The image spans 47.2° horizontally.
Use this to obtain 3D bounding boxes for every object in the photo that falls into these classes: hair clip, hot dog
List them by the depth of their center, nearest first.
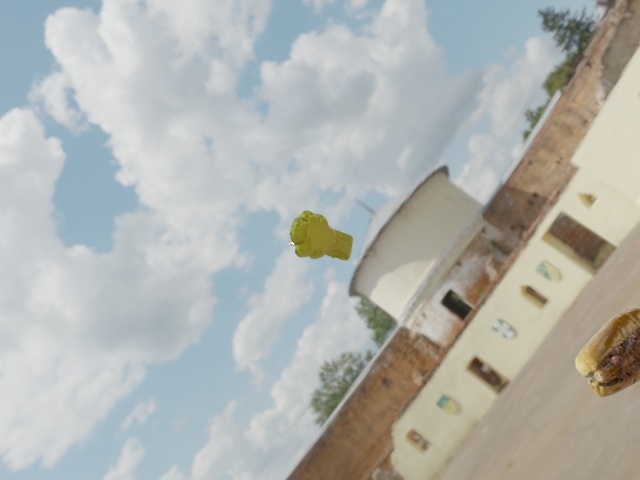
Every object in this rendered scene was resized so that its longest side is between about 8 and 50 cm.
[{"bbox_3d":[0.000,0.000,1.125,0.173,0.046,0.072,26,-110,-64],"label":"hair clip"},{"bbox_3d":[0.499,0.168,1.177,0.249,0.102,0.076,-19,-23,-41],"label":"hot dog"}]
